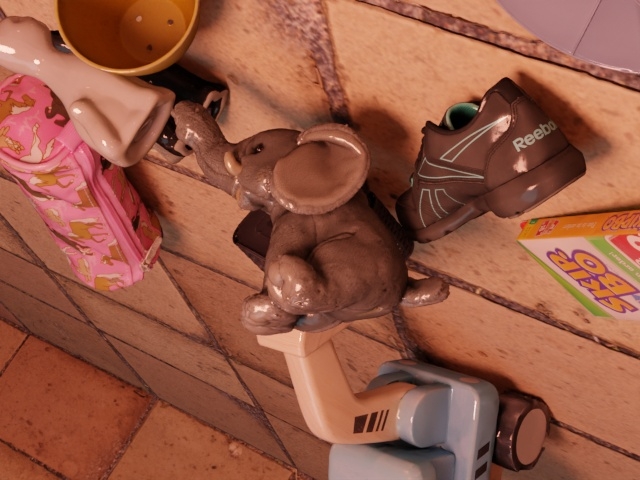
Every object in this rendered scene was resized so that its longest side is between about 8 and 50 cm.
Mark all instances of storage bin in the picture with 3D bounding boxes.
[{"bbox_3d":[0.000,0.000,1.147,0.084,0.122,0.180,48,167,-35],"label":"storage bin"}]

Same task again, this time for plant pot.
[{"bbox_3d":[-0.170,-0.211,0.970,0.134,0.134,0.095,28,177,9],"label":"plant pot"}]

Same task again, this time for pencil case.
[{"bbox_3d":[-0.332,-0.075,1.429,0.167,0.160,0.386,-2,151,6],"label":"pencil case"}]

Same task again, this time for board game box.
[{"bbox_3d":[0.280,0.026,0.934,0.124,0.039,0.259,43,168,-14],"label":"board game box"}]

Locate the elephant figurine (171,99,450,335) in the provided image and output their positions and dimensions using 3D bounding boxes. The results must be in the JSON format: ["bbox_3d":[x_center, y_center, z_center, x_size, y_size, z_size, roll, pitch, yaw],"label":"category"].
[{"bbox_3d":[-0.016,-0.040,0.980,0.186,0.239,0.169,5,159,-39],"label":"elephant figurine"}]

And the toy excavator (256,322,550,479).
[{"bbox_3d":[0.096,0.253,1.354,0.222,0.432,0.445,12,-170,41],"label":"toy excavator"}]

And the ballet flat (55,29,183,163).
[{"bbox_3d":[-0.244,-0.162,1.216,0.213,0.072,0.068,34,120,-11],"label":"ballet flat"}]

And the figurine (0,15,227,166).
[{"bbox_3d":[-0.234,-0.171,1.073,0.209,0.092,0.215,34,-162,10],"label":"figurine"}]

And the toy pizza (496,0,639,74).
[{"bbox_3d":[0.191,-0.179,0.655,0.201,0.032,0.201,24,160,9],"label":"toy pizza"}]

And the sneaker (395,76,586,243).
[{"bbox_3d":[0.135,-0.071,0.926,0.106,0.101,0.267,58,156,-4],"label":"sneaker"}]
